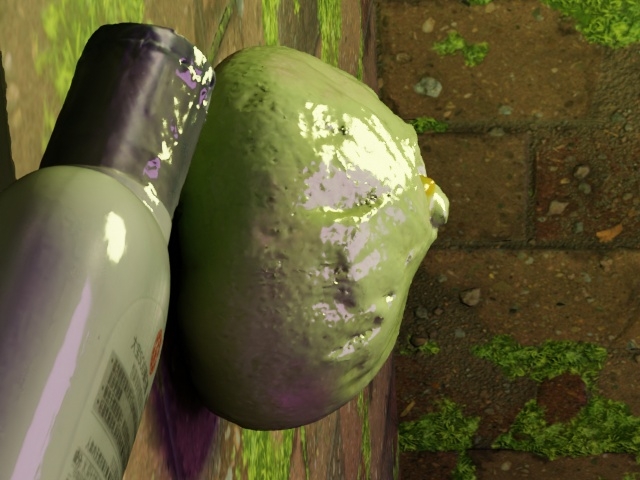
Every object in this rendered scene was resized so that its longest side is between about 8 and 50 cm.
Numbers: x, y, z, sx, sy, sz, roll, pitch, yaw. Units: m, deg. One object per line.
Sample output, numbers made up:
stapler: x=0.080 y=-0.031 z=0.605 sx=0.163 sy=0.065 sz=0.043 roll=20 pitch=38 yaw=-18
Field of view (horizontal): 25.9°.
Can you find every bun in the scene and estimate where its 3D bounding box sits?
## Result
bun: x=0.000 y=0.000 z=0.989 sx=0.283 sy=0.179 sz=0.283 roll=3 pitch=90 yaw=-83

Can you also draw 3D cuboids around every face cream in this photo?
face cream: x=-0.096 y=0.052 z=0.466 sx=0.144 sy=0.071 sz=0.291 roll=101 pitch=3 yaw=-62

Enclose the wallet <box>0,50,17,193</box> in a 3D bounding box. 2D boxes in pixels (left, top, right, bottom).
wallet: x=-0.146 y=0.010 z=0.471 sx=0.244 sy=0.025 sz=0.124 roll=-69 pitch=158 yaw=-68
